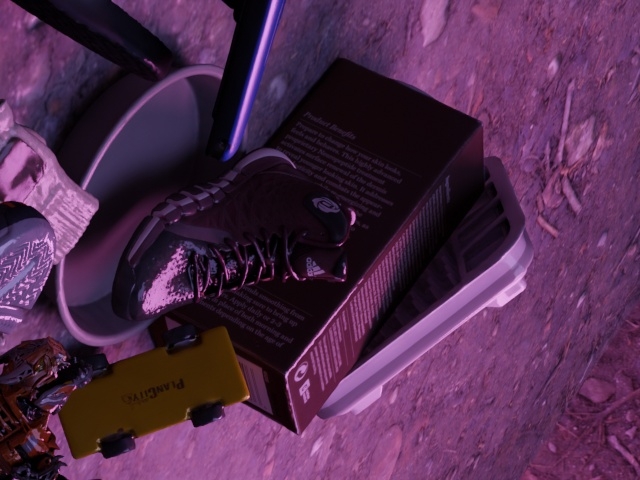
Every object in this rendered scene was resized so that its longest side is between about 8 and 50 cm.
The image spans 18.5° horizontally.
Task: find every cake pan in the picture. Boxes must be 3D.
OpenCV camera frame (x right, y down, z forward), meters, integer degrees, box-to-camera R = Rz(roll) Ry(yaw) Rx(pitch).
[{"bbox_3d":[-0.175,-0.041,1.875,0.293,0.054,0.293,-46,151,-35],"label":"cake pan"}]

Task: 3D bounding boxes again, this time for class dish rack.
[{"bbox_3d":[0.104,0.062,2.222,0.333,0.072,0.285,-38,-160,11],"label":"dish rack"}]

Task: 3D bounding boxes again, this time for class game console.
[{"bbox_3d":[-0.095,-0.252,1.509,0.293,0.173,0.250,110,-3,-55],"label":"game console"}]

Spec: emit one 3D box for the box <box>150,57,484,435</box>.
[{"bbox_3d":[0.000,0.000,2.115,0.381,0.191,0.143,-52,155,-24],"label":"box"}]

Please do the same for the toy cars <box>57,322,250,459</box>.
[{"bbox_3d":[-0.222,0.242,1.955,0.394,0.176,0.087,-60,-178,-8],"label":"toy cars"}]

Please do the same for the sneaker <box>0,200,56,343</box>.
[{"bbox_3d":[-0.346,0.042,1.416,0.321,0.180,0.124,-40,159,12],"label":"sneaker"}]

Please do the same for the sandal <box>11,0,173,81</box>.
[{"bbox_3d":[-0.207,-0.238,1.460,0.107,0.167,0.446,-56,155,-5],"label":"sandal"}]

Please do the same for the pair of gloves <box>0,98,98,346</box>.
[{"bbox_3d":[-0.296,0.015,1.634,0.240,0.042,0.204,-51,144,-12],"label":"pair of gloves"}]

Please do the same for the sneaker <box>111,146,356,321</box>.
[{"bbox_3d":[-0.063,0.010,1.886,0.281,0.162,0.106,-41,148,-42],"label":"sneaker"}]

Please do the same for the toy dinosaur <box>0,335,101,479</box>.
[{"bbox_3d":[-0.306,0.239,1.795,0.218,0.164,0.322,33,119,-28],"label":"toy dinosaur"}]
